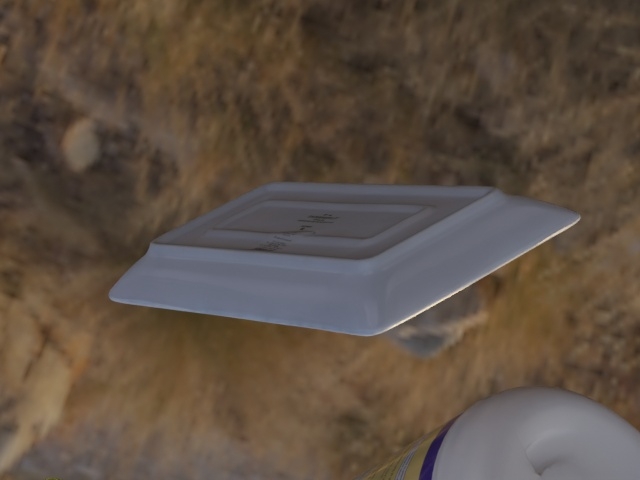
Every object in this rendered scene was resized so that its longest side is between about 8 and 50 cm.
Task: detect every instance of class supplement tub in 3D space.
[{"bbox_3d":[0.081,0.268,1.265,0.241,0.241,0.331,32,134,-24],"label":"supplement tub"}]

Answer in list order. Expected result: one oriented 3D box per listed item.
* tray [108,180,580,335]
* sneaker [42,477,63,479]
[{"bbox_3d":[0.000,0.000,0.999,0.270,0.145,0.030,4,118,55],"label":"tray"},{"bbox_3d":[-0.137,0.203,1.062,0.144,0.053,0.059,45,-164,16],"label":"sneaker"}]
